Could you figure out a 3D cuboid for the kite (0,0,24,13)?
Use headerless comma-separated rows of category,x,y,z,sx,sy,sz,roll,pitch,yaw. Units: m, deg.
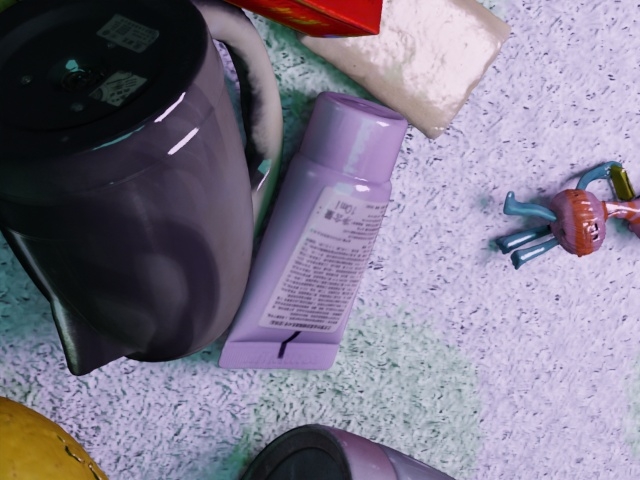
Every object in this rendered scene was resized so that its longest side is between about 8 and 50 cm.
kite,-0.372,-0.197,1.306,0.377,0.013,0.327,9,128,-34

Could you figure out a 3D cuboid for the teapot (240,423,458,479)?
teapot,0.062,0.360,1.587,0.312,0.233,0.315,23,122,-29

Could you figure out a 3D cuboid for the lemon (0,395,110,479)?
lemon,-0.296,0.262,1.391,0.310,0.253,0.253,35,88,-22

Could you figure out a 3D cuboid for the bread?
bread,0.078,-0.200,1.534,0.178,0.060,0.139,36,88,-25

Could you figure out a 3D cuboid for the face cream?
face cream,0.000,0.000,1.530,0.154,0.096,0.274,5,109,-48

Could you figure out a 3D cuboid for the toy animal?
toy animal,0.280,-0.029,1.646,0.208,0.100,0.103,-9,66,-16

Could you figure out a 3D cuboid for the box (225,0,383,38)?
box,-0.016,-0.349,1.371,0.197,0.089,0.313,14,81,-50

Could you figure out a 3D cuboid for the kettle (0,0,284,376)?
kettle,-0.142,-0.059,1.407,0.321,0.228,0.324,-51,144,-31
